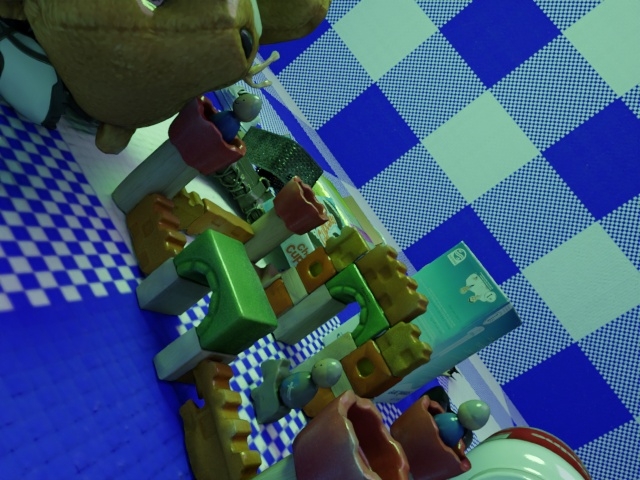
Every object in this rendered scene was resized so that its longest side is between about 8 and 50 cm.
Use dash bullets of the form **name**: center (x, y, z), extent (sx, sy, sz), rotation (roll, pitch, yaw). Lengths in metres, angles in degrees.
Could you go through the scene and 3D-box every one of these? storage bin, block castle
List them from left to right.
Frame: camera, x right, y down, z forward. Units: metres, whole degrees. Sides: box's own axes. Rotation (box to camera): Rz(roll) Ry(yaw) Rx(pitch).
- **storage bin**: center (-0.096, -0.170, 0.988), extent (0.180, 0.084, 0.122), rotation (30, -7, 42)
- **block castle**: center (-0.020, 0.068, 0.511), extent (0.303, 0.212, 0.453), rotation (34, 23, -55)

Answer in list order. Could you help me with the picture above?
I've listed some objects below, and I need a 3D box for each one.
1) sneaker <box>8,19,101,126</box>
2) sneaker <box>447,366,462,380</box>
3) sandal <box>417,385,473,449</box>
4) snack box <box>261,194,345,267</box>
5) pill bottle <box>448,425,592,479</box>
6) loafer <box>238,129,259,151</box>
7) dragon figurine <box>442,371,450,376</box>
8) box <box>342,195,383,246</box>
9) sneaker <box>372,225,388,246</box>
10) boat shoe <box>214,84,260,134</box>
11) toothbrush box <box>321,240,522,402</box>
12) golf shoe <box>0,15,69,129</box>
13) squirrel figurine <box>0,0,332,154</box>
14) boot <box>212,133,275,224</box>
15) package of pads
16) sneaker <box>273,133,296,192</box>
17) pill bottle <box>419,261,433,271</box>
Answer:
- **sneaker**: center (-0.327, -0.255, 0.549), extent (0.271, 0.100, 0.108), rotation (50, 19, -14)
- **sneaker**: center (0.413, 0.403, 1.495), extent (0.170, 0.051, 0.089), rotation (45, 11, -43)
- **sandal**: center (0.233, 0.361, 0.912), extent (0.054, 0.097, 0.254), rotation (53, 2, -2)
- **snack box**: center (0.000, 0.000, 0.918), extent (0.187, 0.060, 0.322), rotation (65, 15, 4)
- **pill bottle**: center (0.336, 0.442, 0.738), extent (0.407, 0.229, 0.229), rotation (31, 26, -59)
- **loafer**: center (-0.186, -0.233, 1.062), extent (0.050, 0.056, 0.148), rotation (63, 15, 14)
- **dragon figurine**: center (0.238, 0.301, 1.079), extent (0.085, 0.144, 0.289), rotation (56, 32, 7)
- **box**: center (0.097, -0.051, 1.463), extent (0.164, 0.021, 0.201), rotation (-18, 68, -41)
- **sneaker**: center (0.176, 0.040, 1.507), extent (0.115, 0.105, 0.281), rotation (5, 43, -56)
- **boat shoe**: center (-0.227, -0.388, 1.261), extent (0.095, 0.084, 0.258), rotation (34, 23, -54)
- **toothbrush box**: center (0.187, 0.162, 0.799), extent (0.216, 0.295, 0.126), rotation (32, 24, -55)
- **golf shoe**: center (-0.332, -0.188, 0.437), extent (0.198, 0.077, 0.094), rotation (51, 27, 6)
- **squirrel figurine**: center (-0.188, -0.268, 0.430), extent (0.281, 0.396, 0.371), rotation (94, 7, -61)
- **boot**: center (-0.151, -0.108, 0.807), extent (0.229, 0.091, 0.263), rotation (59, 19, -11)
- **package of pads**: center (0.033, -0.063, 1.288), extent (0.297, 0.101, 0.229), rotation (56, 12, 17)
- **sneaker**: center (-0.108, -0.186, 1.186), extent (0.083, 0.087, 0.221), rotation (85, -4, -55)
- **pill bottle**: center (0.391, 0.226, 1.453), extent (0.210, 0.210, 0.363), rotation (52, 26, -6)
